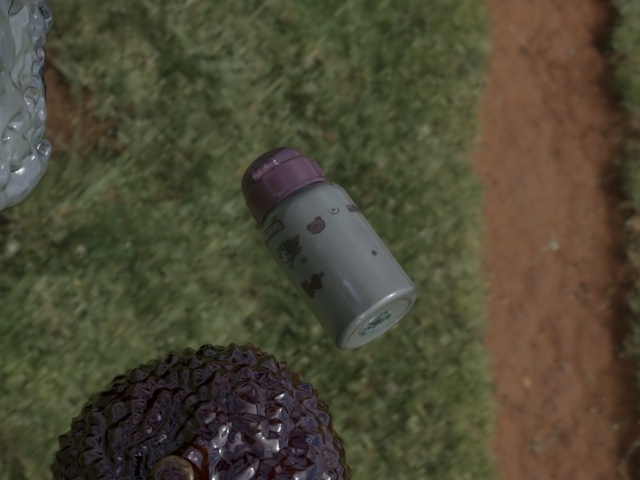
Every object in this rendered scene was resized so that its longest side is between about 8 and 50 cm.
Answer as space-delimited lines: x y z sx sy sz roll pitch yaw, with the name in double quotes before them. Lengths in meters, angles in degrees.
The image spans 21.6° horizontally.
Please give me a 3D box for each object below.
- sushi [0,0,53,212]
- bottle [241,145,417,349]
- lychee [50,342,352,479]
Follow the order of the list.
"sushi" -0.339 -0.179 1.402 0.234 0.207 0.348 -6 101 -77
"bottle" 0.000 0.000 1.843 0.110 0.110 0.233 -16 62 -45
"lychee" -0.085 0.195 1.241 0.236 0.271 0.236 0 76 -1
